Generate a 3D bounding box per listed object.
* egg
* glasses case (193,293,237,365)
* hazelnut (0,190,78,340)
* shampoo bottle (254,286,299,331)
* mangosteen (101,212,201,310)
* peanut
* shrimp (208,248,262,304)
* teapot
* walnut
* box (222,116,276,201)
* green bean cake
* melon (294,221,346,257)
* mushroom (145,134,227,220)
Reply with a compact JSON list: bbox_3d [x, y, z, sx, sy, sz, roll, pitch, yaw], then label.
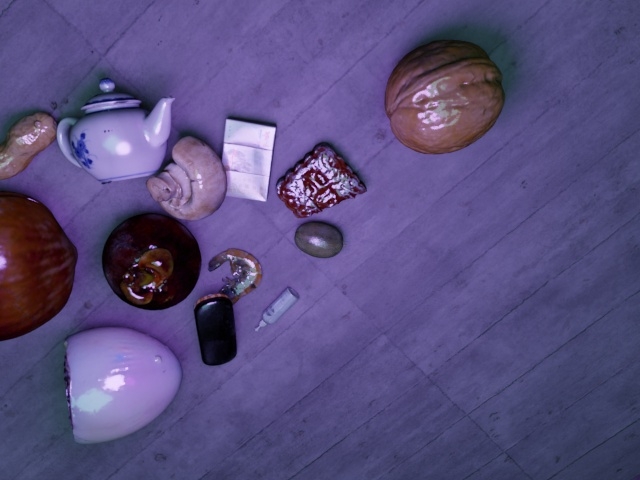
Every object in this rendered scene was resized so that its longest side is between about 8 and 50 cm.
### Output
[{"bbox_3d":[-0.621,0.444,1.641,0.340,0.354,0.354,-6,111,-22],"label":"egg"},{"bbox_3d":[-0.344,0.300,1.686,0.122,0.082,0.320,-10,132,-15],"label":"glasses case"},{"bbox_3d":[-0.943,0.074,1.476,0.403,0.402,0.428,-8,105,0],"label":"hazelnut"},{"bbox_3d":[-0.156,0.243,1.731,0.056,0.056,0.195,40,102,-15],"label":"shampoo bottle"},{"bbox_3d":[-0.494,0.064,1.526,0.297,0.293,0.296,5,82,-37],"label":"mangosteen"},{"bbox_3d":[-0.872,-0.271,1.478,0.263,0.117,0.101,-39,77,13],"label":"peanut"},{"bbox_3d":[-0.330,0.148,1.693,0.296,0.058,0.169,-40,97,9],"label":"shrimp"},{"bbox_3d":[-0.563,-0.306,1.411,0.425,0.252,0.279,-6,101,23],"label":"teapot"},{"bbox_3d":[0.342,-0.397,1.412,0.334,0.332,0.332,-1,110,-3],"label":"walnut"},{"bbox_3d":[-0.219,-0.245,1.545,0.150,0.067,0.232,7,109,-6],"label":"box"},{"bbox_3d":[-0.007,-0.167,1.569,0.233,0.097,0.198,-37,108,9],"label":"green bean cake"},{"bbox_3d":[0.000,0.000,1.622,0.168,0.114,0.114,12,109,-8],"label":"melon"},{"bbox_3d":[-0.371,-0.155,1.469,0.189,0.195,0.253,34,126,10],"label":"mushroom"}]
